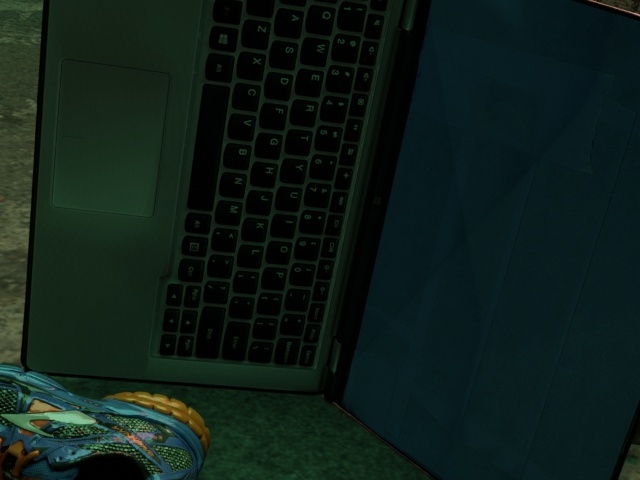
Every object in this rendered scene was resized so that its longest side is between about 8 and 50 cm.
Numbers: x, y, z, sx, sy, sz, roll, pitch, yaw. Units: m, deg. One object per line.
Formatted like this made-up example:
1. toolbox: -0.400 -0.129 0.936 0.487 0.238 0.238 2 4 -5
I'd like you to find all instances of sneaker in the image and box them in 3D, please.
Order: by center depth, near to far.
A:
1. sneaker: -0.185 0.141 0.641 0.221 0.083 0.087 6 29 -7

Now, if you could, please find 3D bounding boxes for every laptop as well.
1. laptop: 0.000 0.000 0.656 0.407 0.382 0.236 6 23 -12

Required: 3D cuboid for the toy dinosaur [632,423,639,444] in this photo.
1. toy dinosaur: 0.208 0.106 0.875 0.313 0.121 0.160 -16 27 2
